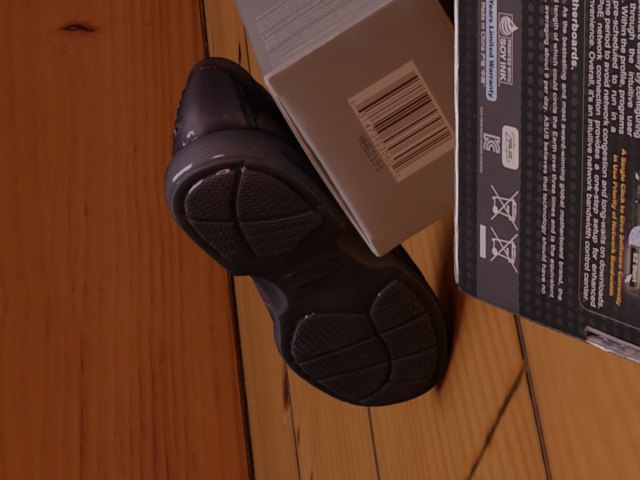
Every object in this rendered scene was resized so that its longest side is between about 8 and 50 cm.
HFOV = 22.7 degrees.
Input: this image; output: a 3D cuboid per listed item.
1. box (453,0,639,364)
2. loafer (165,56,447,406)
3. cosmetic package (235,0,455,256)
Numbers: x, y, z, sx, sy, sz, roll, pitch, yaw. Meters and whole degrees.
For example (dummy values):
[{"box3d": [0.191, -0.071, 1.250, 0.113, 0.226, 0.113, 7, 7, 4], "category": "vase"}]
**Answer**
[{"box3d": [0.112, -0.095, 0.297, 0.216, 0.060, 0.270, 21, 117, 54], "category": "box"}, {"box3d": [0.000, 0.000, 0.978, 0.302, 0.109, 0.095, 52, -156, -50], "category": "loafer"}, {"box3d": [0.022, -0.108, 0.902, 0.127, 0.107, 0.238, 56, -176, -25], "category": "cosmetic package"}]
